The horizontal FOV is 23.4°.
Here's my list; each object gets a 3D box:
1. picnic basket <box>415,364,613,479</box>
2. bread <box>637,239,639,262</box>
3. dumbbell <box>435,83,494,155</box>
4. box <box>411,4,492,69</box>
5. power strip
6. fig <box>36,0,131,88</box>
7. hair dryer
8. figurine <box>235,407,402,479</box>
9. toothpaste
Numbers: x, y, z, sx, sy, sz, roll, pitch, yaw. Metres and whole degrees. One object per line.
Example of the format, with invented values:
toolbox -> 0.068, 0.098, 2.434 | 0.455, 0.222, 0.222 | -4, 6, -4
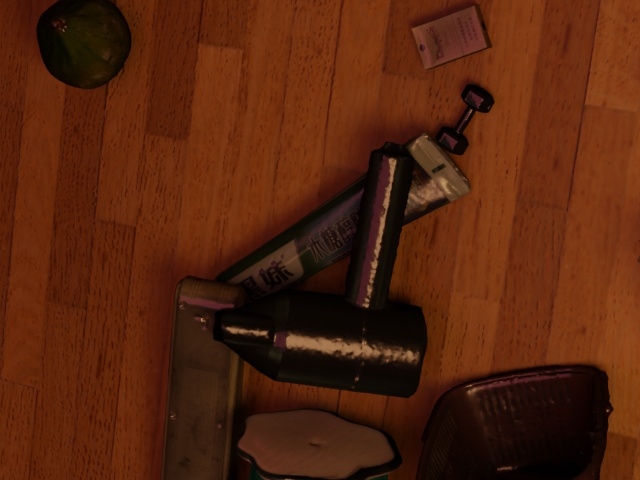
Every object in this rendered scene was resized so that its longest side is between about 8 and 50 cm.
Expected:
picnic basket -> 0.228, 0.263, 1.724 | 0.222, 0.297, 0.129 | -12, 110, 18
bread -> 0.533, 0.101, 1.595 | 0.324, 0.143, 0.333 | -21, 106, 27
dumbbell -> 0.169, -0.141, 1.811 | 0.040, 0.036, 0.083 | 35, 109, 13
box -> 0.154, -0.238, 1.811 | 0.083, 0.024, 0.053 | -17, 90, 25
power strip -> -0.149, 0.228, 1.955 | 0.092, 0.066, 0.387 | 11, 112, 11
fig -> -0.307, -0.251, 1.933 | 0.123, 0.156, 0.123 | 2, 95, 17
hair dryer -> 0.012, 0.025, 1.804 | 0.244, 0.116, 0.302 | 9, 100, -11
figurine -> -0.019, 0.393, 1.875 | 0.324, 0.231, 0.340 | 8, 110, 0
toothpaste -> 0.000, 0.000, 1.888 | 0.392, 0.061, 0.099 | -31, 115, 24
